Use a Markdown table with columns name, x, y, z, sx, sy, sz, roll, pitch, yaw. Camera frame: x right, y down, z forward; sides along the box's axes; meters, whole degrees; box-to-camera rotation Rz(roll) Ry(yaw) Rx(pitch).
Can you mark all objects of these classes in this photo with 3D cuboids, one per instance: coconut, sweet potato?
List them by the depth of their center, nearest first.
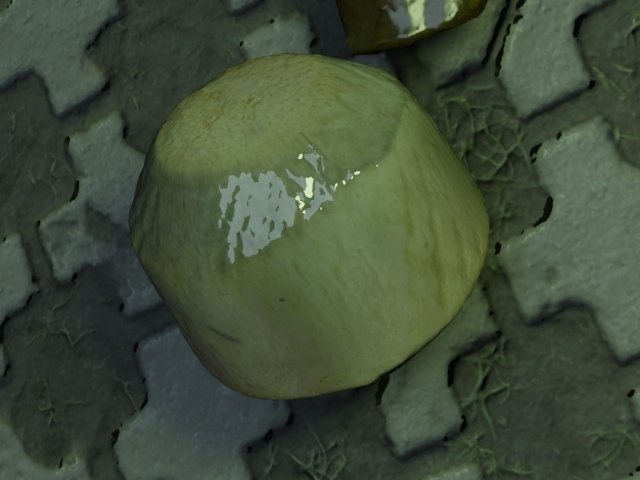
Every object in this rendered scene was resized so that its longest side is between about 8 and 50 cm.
| name | x | y | z | sx | sy | sz | roll | pitch | yaw |
| --- | --- | --- | --- | --- | --- | --- | --- | --- | --- |
| coconut | 0.000 | 0.000 | 1.416 | 0.328 | 0.329 | 0.329 | -3 | 85 | 27 |
| sweet potato | 0.077 | -0.349 | 1.466 | 0.157 | 0.158 | 0.370 | -9 | 83 | 27 |
